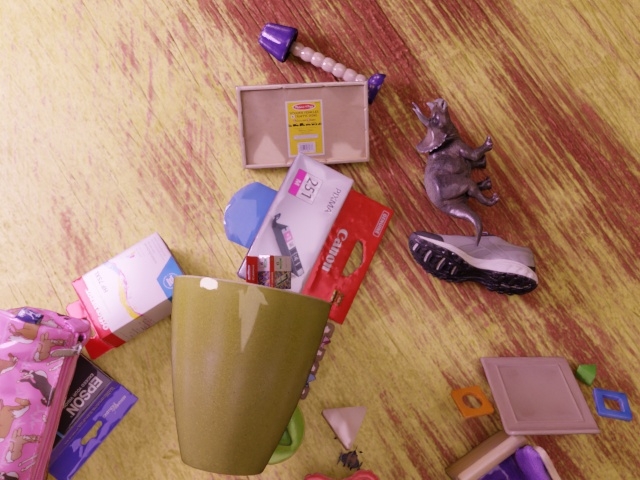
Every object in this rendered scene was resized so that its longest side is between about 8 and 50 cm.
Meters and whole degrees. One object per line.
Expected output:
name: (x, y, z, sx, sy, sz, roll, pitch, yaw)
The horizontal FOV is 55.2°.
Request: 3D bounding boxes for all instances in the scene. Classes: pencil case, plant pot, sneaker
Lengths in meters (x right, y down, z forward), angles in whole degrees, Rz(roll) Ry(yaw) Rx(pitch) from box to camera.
pencil case: (-0.513, 0.307, 1.032, 0.160, 0.167, 0.385, 17, 79, -26)
plant pot: (-0.139, 0.229, 1.033, 0.275, 0.275, 0.293, 11, 80, -5)
sneaker: (0.312, 0.030, 1.262, 0.272, 0.100, 0.107, 16, 57, -2)

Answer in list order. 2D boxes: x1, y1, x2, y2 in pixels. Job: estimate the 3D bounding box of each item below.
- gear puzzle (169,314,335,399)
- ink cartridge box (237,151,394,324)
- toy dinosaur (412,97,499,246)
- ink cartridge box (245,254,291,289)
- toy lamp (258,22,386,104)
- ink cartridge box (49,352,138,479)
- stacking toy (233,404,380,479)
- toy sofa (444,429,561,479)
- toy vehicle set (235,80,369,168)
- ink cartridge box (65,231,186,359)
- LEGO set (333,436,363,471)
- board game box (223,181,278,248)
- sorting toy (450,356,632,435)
gear puzzle: (-0.155, 0.181, 1.203, 0.339, 0.044, 0.175, 23, 80, 1)
ink cartridge box: (0.000, 0.000, 1.222, 0.239, 0.060, 0.275, 27, 80, -8)
toy dinosaur: (0.278, -0.133, 1.278, 0.161, 0.121, 0.313, -3, 81, 3)
ink cartridge box: (-0.093, 0.058, 1.112, 0.029, 0.115, 0.062, -3, 85, 27)
toy lamp: (0.001, -0.379, 1.298, 0.275, 0.080, 0.080, 27, 78, -1)
ink cartridge box: (-0.488, 0.312, 1.137, 0.208, 0.045, 0.206, 39, 78, 0)
stacking toy: (-0.048, 0.439, 1.141, 0.309, 0.130, 0.279, 8, 64, -6)
toy sofa: (0.403, 0.548, 1.129, 0.150, 0.177, 0.362, -31, 85, -9)
toy vehicle set: (-0.034, -0.238, 1.256, 0.267, 0.035, 0.165, -4, 106, -7)
ink cartridge box: (-0.368, 0.105, 1.154, 0.231, 0.078, 0.134, -33, 70, -9)
LEGO set: (0.055, 0.416, 1.195, 0.054, 0.023, 0.083, -3, 67, -9)
board game box: (-0.113, -0.037, 1.247, 0.169, 0.033, 0.133, 25, 79, -11)
sorting toy: (0.419, 0.307, 1.197, 0.348, 0.047, 0.196, 1, 37, -6)
